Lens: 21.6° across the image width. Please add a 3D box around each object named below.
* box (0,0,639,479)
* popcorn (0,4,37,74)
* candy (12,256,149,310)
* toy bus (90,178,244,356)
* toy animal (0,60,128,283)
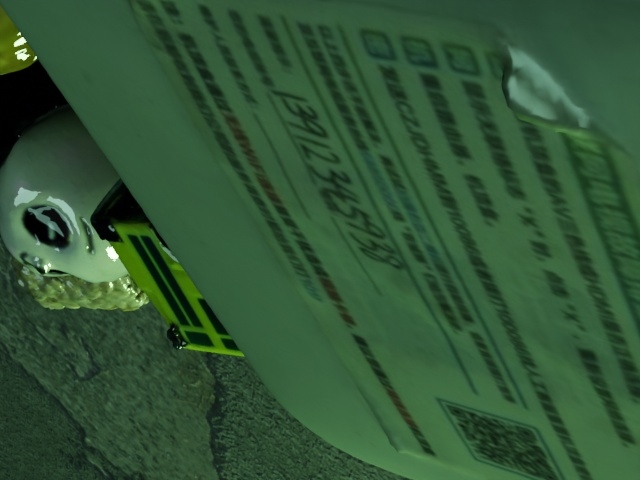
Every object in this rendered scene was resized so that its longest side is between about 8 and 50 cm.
[{"bbox_3d":[0.084,-0.006,0.687,0.396,0.111,0.396,16,150,38],"label":"box"},{"bbox_3d":[-0.122,-0.197,0.828,0.212,0.259,0.259,52,164,48],"label":"popcorn"},{"bbox_3d":[-0.180,0.009,1.275,0.110,0.085,0.095,11,147,21],"label":"candy"},{"bbox_3d":[0.000,0.000,1.030,0.262,0.128,0.150,3,133,42],"label":"toy bus"},{"bbox_3d":[-0.188,-0.049,1.153,0.179,0.138,0.166,37,164,14],"label":"toy animal"}]
